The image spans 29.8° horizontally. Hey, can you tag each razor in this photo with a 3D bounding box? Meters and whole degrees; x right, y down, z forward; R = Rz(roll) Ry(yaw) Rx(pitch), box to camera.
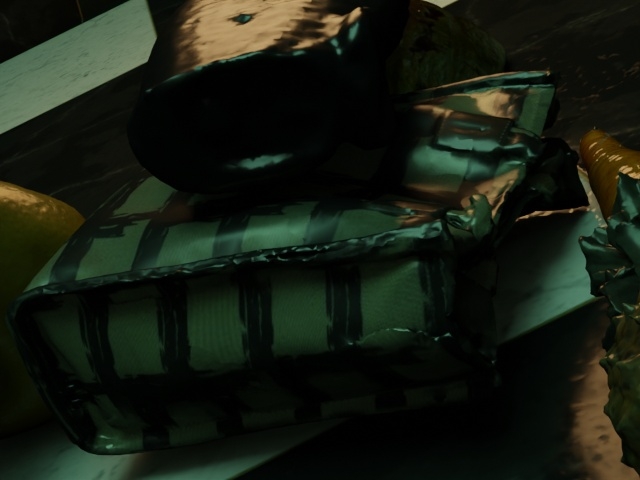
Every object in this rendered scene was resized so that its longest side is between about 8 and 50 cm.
[{"bbox_3d":[-0.029,-0.138,0.875,0.189,0.107,0.327,-12,21,10],"label":"razor"}]

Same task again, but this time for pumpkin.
[{"bbox_3d":[0.066,-0.181,1.199,0.169,0.148,0.312,-8,33,45],"label":"pumpkin"}]

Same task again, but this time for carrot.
[{"bbox_3d":[0.219,-0.049,0.869,0.061,0.061,0.256,-22,21,9],"label":"carrot"}]

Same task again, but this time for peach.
[{"bbox_3d":[-0.277,0.058,0.928,0.251,0.251,0.153,-25,43,3],"label":"peach"}]

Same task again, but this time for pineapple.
[{"bbox_3d":[0.198,0.038,0.630,0.128,0.128,0.248,-21,20,12],"label":"pineapple"}]

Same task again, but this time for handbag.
[{"bbox_3d":[0.000,0.000,0.861,0.327,0.162,0.325,-10,25,30],"label":"handbag"}]
